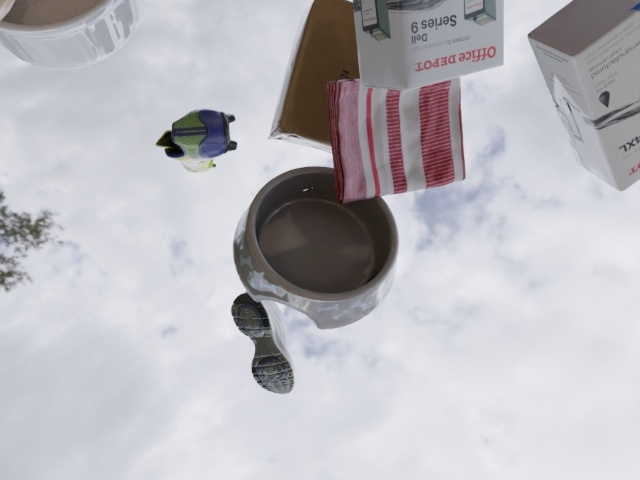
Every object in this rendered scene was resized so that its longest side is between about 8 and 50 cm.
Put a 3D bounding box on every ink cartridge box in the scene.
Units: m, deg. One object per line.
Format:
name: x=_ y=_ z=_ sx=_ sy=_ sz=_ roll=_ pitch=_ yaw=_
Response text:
ink cartridge box: x=0.335 y=-0.176 z=0.637 sx=0.148 sy=0.203 sz=0.086 roll=-37 pitch=-143 yaw=7
ink cartridge box: x=0.161 y=-0.387 z=0.882 sx=0.211 sy=0.289 sz=0.121 roll=-20 pitch=-154 yaw=-25

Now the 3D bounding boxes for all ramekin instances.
ramekin: x=-0.407 y=-0.400 z=0.904 sx=0.277 sy=0.135 sz=0.277 roll=1 pitch=-106 yaw=-5

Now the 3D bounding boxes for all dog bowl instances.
dog bowl: x=0.000 y=0.000 z=1.199 sx=0.348 sy=0.102 sz=0.349 roll=5 pitch=-119 yaw=-9

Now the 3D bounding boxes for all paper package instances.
paper package: x=0.071 y=-0.357 z=1.380 sx=0.168 sy=0.309 sz=0.325 roll=-162 pitch=-93 yaw=-76

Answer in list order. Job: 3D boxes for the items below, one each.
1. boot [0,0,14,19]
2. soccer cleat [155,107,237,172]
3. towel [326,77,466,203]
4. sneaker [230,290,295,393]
boot: x=-0.301 y=-0.065 z=0.272 sx=0.236 sy=0.089 sz=0.269 roll=-11 pitch=-148 yaw=15
soccer cleat: x=-0.229 y=-0.172 z=1.030 sx=0.289 sy=0.121 sz=0.093 roll=179 pitch=-94 yaw=-69
towel: x=0.167 y=-0.214 z=1.210 sx=0.037 sy=0.329 sz=0.237 roll=13 pitch=-69 yaw=60
sneaker: x=-0.114 y=0.234 z=1.418 sx=0.111 sy=0.297 sz=0.129 roll=-5 pitch=-157 yaw=19
